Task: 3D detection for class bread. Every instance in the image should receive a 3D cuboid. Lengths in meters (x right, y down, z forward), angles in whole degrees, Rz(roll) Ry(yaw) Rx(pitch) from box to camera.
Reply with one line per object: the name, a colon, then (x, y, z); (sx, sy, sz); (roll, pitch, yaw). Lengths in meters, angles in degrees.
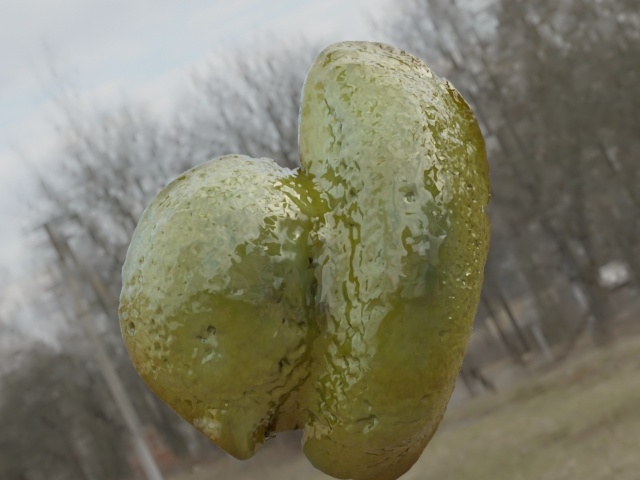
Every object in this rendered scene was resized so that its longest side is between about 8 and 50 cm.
bread: (0.000, 0.000, 0.708); (0.149, 0.187, 0.065); (15, -10, -7)
